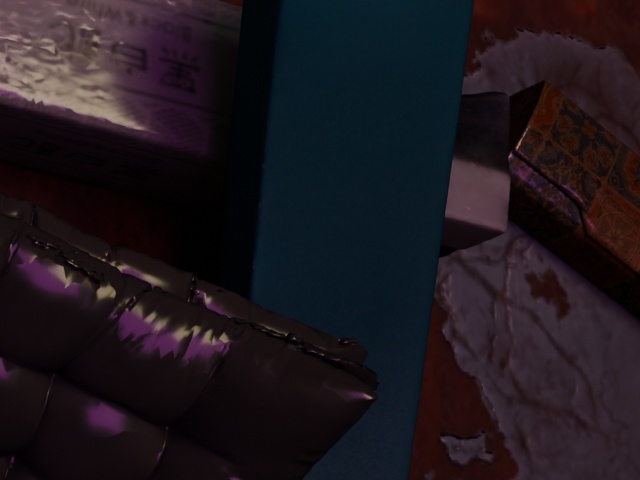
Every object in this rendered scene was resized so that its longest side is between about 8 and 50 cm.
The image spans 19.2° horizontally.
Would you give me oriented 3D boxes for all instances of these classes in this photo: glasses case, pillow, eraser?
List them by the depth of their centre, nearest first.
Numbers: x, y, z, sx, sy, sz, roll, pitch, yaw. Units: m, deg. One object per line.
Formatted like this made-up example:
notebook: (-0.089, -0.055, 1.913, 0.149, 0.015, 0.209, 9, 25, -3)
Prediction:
pillow: (-0.160, 0.082, 0.889, 0.326, 0.101, 0.228, 28, 102, -17)
glasses case: (0.001, 0.000, 0.993, 0.117, 0.070, 0.301, -2, 108, -28)
eraser: (-0.087, -0.078, 1.035, 0.404, 0.098, 0.096, 14, 70, -26)
glasses case: (0.201, -0.008, 1.214, 0.218, 0.049, 0.075, 36, 60, -17)
